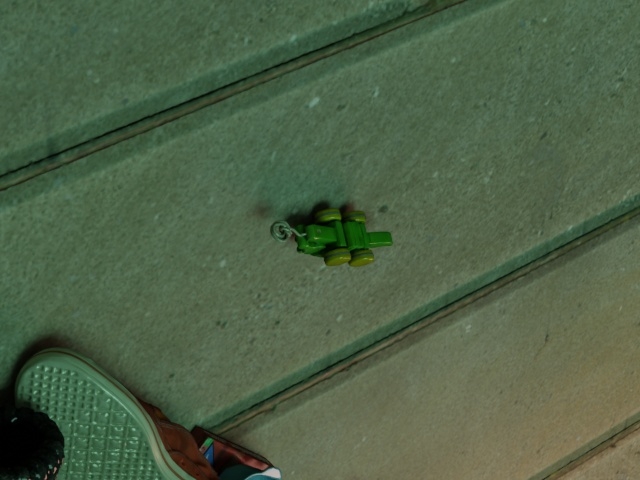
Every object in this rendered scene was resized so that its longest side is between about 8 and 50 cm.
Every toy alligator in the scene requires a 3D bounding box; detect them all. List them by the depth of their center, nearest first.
[{"bbox_3d":[0.000,0.000,1.805,0.051,0.056,0.190,-26,161,39],"label":"toy alligator"}]

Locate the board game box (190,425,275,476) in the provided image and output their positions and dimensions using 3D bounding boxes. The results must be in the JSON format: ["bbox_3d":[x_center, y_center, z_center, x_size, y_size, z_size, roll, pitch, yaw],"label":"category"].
[{"bbox_3d":[-0.178,0.344,1.924,0.281,0.027,0.145,-53,144,2],"label":"board game box"}]

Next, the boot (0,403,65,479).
[{"bbox_3d":[-0.392,0.315,1.592,0.348,0.131,0.260,-32,146,-38],"label":"boot"}]

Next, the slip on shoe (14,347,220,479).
[{"bbox_3d":[-0.200,0.209,1.741,0.123,0.101,0.331,-28,132,14],"label":"slip on shoe"}]

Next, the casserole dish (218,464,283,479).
[{"bbox_3d":[-0.115,0.319,1.905,0.188,0.037,0.114,-54,151,3],"label":"casserole dish"}]
